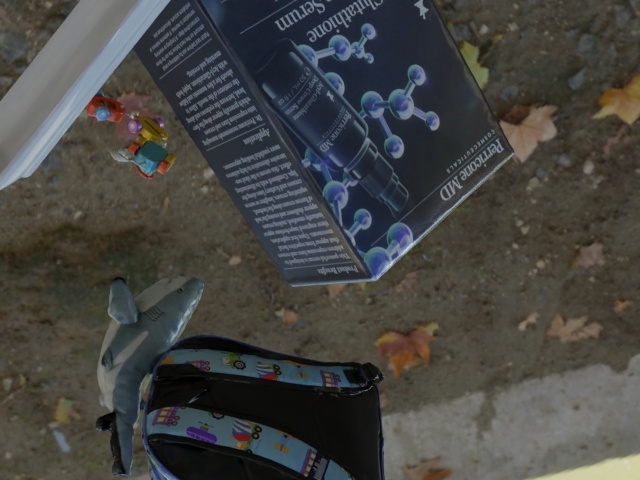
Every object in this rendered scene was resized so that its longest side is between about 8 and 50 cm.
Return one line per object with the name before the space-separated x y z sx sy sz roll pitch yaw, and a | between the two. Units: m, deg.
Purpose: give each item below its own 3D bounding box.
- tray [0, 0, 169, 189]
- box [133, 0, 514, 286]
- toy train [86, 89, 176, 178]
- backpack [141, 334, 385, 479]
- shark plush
tray | -0.209 -0.159 0.654 0.030 0.145 0.270 40 86 -37
box | 0.006 -0.183 0.955 0.293 0.212 0.395 -40 106 -28
toy train | -0.272 -0.141 1.045 0.125 0.166 0.046 8 128 -39
backpack | -0.047 0.152 0.533 0.173 0.158 0.117 18 125 -14
shark plush | -0.136 0.093 0.574 0.067 0.161 0.073 7 136 -1
